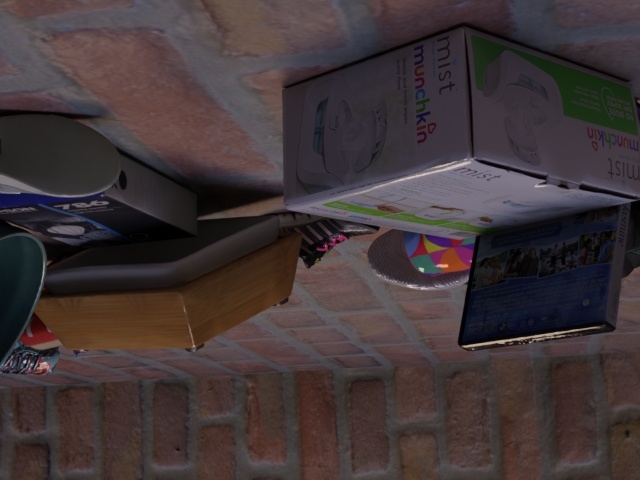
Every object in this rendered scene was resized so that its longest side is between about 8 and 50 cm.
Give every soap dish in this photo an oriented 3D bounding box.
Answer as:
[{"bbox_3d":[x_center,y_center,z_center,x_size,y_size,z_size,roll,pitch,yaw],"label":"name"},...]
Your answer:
[{"bbox_3d":[-0.194,0.056,1.708,0.290,0.118,0.229,-5,-165,40],"label":"soap dish"}]

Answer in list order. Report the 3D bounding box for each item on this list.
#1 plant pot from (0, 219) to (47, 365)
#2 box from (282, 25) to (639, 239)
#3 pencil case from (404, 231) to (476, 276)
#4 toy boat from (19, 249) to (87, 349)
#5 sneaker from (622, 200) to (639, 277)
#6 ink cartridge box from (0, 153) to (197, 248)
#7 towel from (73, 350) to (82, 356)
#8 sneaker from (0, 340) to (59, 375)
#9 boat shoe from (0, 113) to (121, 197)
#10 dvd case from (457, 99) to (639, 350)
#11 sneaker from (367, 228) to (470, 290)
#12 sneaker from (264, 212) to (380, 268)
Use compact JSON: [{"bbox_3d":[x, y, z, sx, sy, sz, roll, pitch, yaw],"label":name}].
[{"bbox_3d":[-0.494,0.064,1.585,0.196,0.293,0.293,33,175,13],"label":"plant pot"},{"bbox_3d":[0.134,-0.087,1.269,0.262,0.127,0.231,9,163,-43],"label":"box"},{"bbox_3d":[0.216,-0.019,1.712,0.104,0.104,0.236,9,162,-44],"label":"pencil case"},{"bbox_3d":[-0.390,0.061,1.943,0.151,0.151,0.231,38,148,-27],"label":"toy boat"},{"bbox_3d":[0.410,-0.027,1.779,0.106,0.101,0.267,-27,163,9],"label":"sneaker"},{"bbox_3d":[-0.276,-0.052,1.526,0.165,0.065,0.332,-5,167,17],"label":"ink cartridge box"},{"bbox_3d":[-0.286,0.116,2.257,0.243,0.040,0.336,-23,178,-23],"label":"towel"},{"bbox_3d":[-0.471,0.169,2.155,0.104,0.125,0.262,-24,-167,36],"label":"sneaker"},{"bbox_3d":[-0.315,-0.086,1.338,0.227,0.079,0.081,6,176,-15],"label":"boat shoe"},{"bbox_3d":[0.232,-0.014,1.359,0.180,0.253,0.022,-14,144,44],"label":"dvd case"},{"bbox_3d":[0.203,0.030,1.920,0.268,0.101,0.153,-6,166,3],"label":"sneaker"},{"bbox_3d":[0.000,0.000,1.802,0.170,0.075,0.063,-5,168,12],"label":"sneaker"}]
